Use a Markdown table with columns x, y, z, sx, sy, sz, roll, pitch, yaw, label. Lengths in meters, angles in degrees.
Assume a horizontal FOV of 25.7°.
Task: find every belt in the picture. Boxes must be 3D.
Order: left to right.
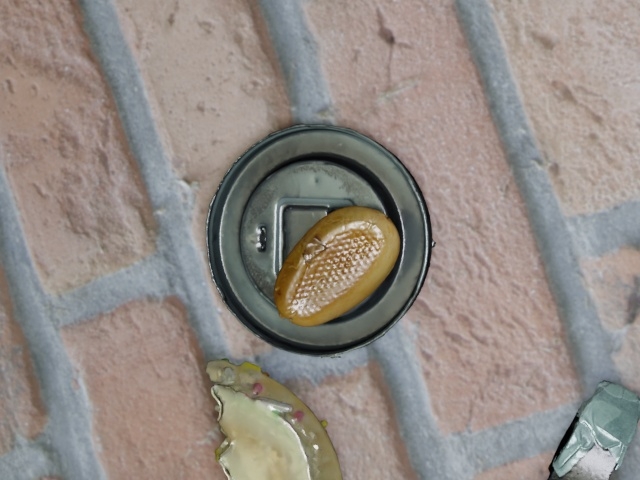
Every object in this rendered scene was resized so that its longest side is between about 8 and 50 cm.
| x | y | z | sx | sy | sz | roll | pitch | yaw | label |
| --- | --- | --- | --- | --- | --- | --- | --- | --- | --- |
| 0.331 | 0.269 | 1.738 | 0.078 | 0.151 | 0.198 | 29 | 98 | 14 | belt |

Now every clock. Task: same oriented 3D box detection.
| x | y | z | sx | sy | sz | roll | pitch | yaw | label |
| --- | --- | --- | --- | --- | --- | --- | --- | --- | --- |
| 0.000 | 0.000 | 1.871 | 0.312 | 0.061 | 0.313 | 1 | 93 | 17 | clock |

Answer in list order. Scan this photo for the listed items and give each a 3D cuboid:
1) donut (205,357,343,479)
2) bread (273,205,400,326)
| x | y | z | sx | sy | sz | roll | pitch | yaw | label |
| --- | --- | --- | --- | --- | --- | --- | --- | --- | --- |
| -0.115 | 0.359 | 1.879 | 0.307 | 0.150 | 0.371 | 43 | 104 | 10 | donut |
| 0.020 | 0.031 | 1.798 | 0.189 | 0.077 | 0.114 | -42 | 101 | 13 | bread |
